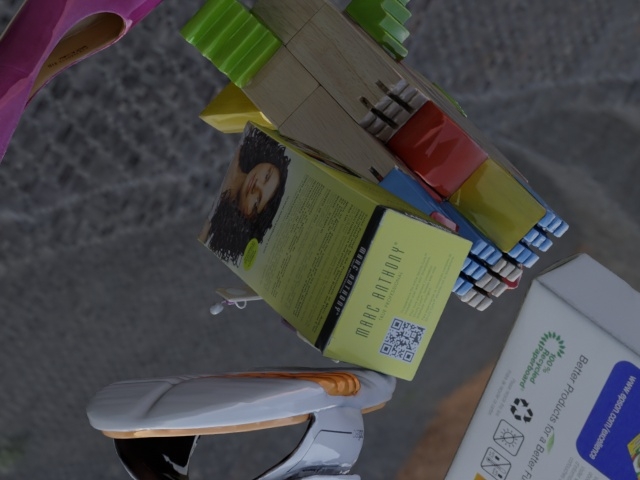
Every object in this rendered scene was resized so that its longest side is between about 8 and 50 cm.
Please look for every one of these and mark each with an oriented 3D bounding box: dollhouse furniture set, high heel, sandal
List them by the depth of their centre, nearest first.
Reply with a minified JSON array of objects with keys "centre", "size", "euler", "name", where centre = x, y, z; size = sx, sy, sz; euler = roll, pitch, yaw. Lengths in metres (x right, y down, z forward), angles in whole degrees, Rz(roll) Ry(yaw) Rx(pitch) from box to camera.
[{"centre":[-0.020,0.102,0.826],"size":[0.265,0.102,0.076],"euler":[7,82,-69],"name":"sandal"},{"centre":[-0.163,-0.094,1.039],"size":[0.244,0.117,0.082],"euler":[-30,165,-31],"name":"high heel"},{"centre":[-0.030,0.043,1.306],"size":[0.081,0.114,0.091],"euler":[-3,109,-31],"name":"dollhouse furniture set"}]

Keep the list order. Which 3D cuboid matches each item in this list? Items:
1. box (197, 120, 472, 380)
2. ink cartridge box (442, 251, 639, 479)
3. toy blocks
[{"centre":[0.000,0.000,0.968],"size":[0.087,0.058,0.232],"euler":[-67,-154,5],"name":"box"},{"centre":[0.243,0.182,0.948],"size":[0.069,0.371,0.175],"euler":[-22,142,-43],"name":"ink cartridge box"},{"centre":[0.081,-0.059,1.377],"size":[0.191,0.261,0.381],"euler":[-46,152,9],"name":"toy blocks"}]
